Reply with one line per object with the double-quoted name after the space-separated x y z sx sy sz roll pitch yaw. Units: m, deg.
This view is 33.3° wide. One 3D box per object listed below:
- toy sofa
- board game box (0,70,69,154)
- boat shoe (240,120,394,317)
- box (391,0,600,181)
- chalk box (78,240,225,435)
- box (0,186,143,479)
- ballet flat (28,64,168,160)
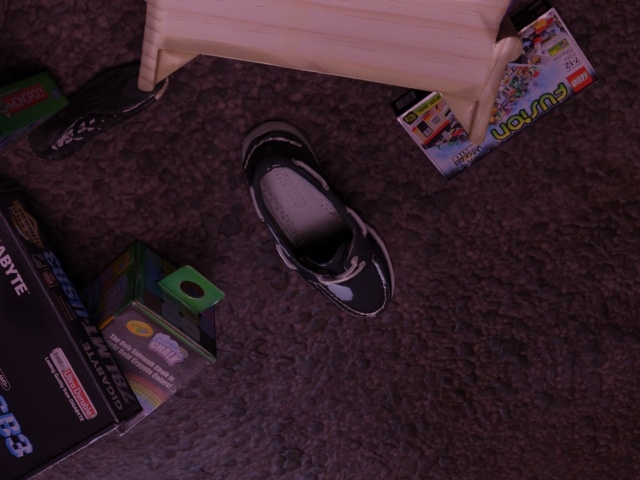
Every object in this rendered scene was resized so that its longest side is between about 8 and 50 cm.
0.007 -0.226 1.051 0.363 0.150 0.177 8 120 -6 "toy sofa"
-0.420 -0.051 1.081 0.317 0.213 0.046 -33 101 16 "board game box"
0.000 0.000 1.258 0.114 0.091 0.302 -31 123 13 "boat shoe"
0.196 -0.168 1.207 0.207 0.036 0.114 -35 122 15 "box"
-0.210 0.101 1.274 0.213 0.132 0.132 -39 119 17 "chalk box"
-0.392 0.137 1.206 0.293 0.073 0.295 -30 88 19 "box"
-0.240 -0.141 1.163 0.173 0.057 0.049 -26 163 11 "ballet flat"
